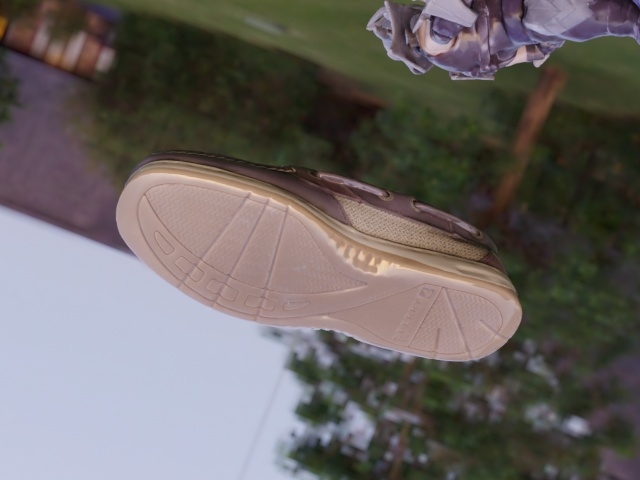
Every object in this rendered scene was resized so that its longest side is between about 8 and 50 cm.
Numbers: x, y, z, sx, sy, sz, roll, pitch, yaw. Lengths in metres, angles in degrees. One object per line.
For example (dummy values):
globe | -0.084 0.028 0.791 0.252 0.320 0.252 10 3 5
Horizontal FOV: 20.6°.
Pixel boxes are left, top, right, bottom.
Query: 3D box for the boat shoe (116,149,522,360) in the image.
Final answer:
boat shoe | 0.000 0.000 1.178 0.285 0.103 0.092 16 -145 -16

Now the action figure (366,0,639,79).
action figure | 0.157 -0.154 1.173 0.285 0.099 0.185 -1 -171 31
